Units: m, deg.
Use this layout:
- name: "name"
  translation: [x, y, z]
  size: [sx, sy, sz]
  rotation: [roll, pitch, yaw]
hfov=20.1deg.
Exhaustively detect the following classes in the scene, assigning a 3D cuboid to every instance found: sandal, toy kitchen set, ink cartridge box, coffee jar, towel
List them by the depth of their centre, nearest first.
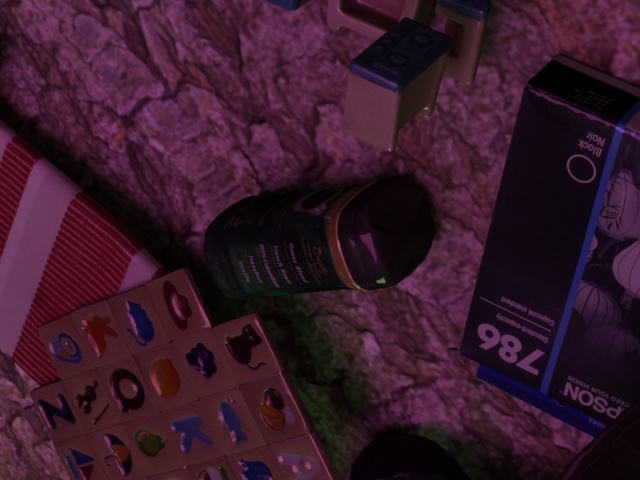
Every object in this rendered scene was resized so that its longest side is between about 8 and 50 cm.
- name: "toy kitchen set"
  translation: [0.009, -0.183, 1.315]
  size: [0.207, 0.166, 0.122]
  rotation: [25, 130, 21]
- name: "ink cartridge box"
  translation: [0.206, 0.034, 1.389]
  size: [0.165, 0.065, 0.332]
  rotation: [25, 131, 20]
- name: "coffee jar"
  translation: [0.000, 0.000, 1.492]
  size: [0.184, 0.096, 0.079]
  rotation: [-6, 112, 39]
- name: "sandal"
  translation: [0.095, 0.233, 1.538]
  size: [0.254, 0.054, 0.097]
  rotation: [28, 108, 56]
- name: "towel"
  translation: [-0.290, 0.003, 1.725]
  size: [0.329, 0.037, 0.237]
  rotation: [41, 133, 15]

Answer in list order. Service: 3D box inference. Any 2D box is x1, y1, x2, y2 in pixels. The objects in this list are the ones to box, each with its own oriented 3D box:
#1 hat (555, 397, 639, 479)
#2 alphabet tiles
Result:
- name: "hat"
  translation: [0.292, 0.191, 1.348]
  size: [0.331, 0.134, 0.331]
  rotation: [-4, 121, -7]
- name: "alphabet tiles"
  translation: [-0.132, 0.180, 1.654]
  size: [0.342, 0.011, 0.285]
  rotation: [-21, 96, 44]
